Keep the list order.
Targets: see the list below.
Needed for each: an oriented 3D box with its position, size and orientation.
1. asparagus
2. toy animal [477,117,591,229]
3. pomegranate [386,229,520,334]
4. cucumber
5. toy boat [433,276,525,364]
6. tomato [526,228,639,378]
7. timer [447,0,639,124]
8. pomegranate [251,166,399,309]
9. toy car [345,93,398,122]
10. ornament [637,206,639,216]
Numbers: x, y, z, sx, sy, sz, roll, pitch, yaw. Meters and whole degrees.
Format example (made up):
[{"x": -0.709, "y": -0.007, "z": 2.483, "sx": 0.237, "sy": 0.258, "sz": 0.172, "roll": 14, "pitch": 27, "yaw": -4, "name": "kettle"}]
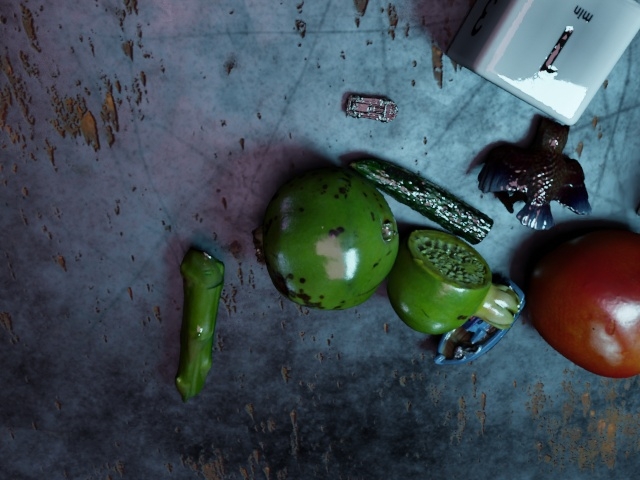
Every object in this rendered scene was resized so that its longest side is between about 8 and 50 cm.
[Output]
[{"x": -0.237, "y": 0.161, "z": 1.242, "sx": 0.081, "sy": 0.085, "sz": 0.343, "roll": 7, "pitch": 114, "yaw": -3, "name": "asparagus"}, {"x": 0.401, "y": -0.120, "z": 1.144, "sx": 0.218, "sy": 0.116, "sz": 0.180, "roll": 14, "pitch": 113, "yaw": -3, "name": "toy animal"}, {"x": 0.233, "y": 0.091, "z": 1.195, "sx": 0.240, "sy": 0.190, "sz": 0.159, "roll": 5, "pitch": 126, "yaw": -23, "name": "pomegranate"}, {"x": 0.185, "y": -0.083, "z": 1.174, "sx": 0.293, "sy": 0.067, "sz": 0.068, "roll": 28, "pitch": 109, "yaw": -12, "name": "cucumber"}, {"x": 0.308, "y": 0.168, "z": 1.266, "sx": 0.223, "sy": 0.100, "sz": 0.097, "roll": -48, "pitch": 136, "yaw": 12, "name": "toy boat"}, {"x": 0.547, "y": 0.119, "z": 1.200, "sx": 0.298, "sy": 0.226, "sz": 0.299, "roll": -1, "pitch": 110, "yaw": -2, "name": "tomato"}, {"x": 0.345, "y": -0.323, "z": 1.010, "sx": 0.194, "sy": 0.192, "sz": 0.195, "roll": 24, "pitch": 109, "yaw": -13, "name": "timer"}, {"x": 0.000, "y": 0.000, "z": 1.110, "sx": 0.270, "sy": 0.254, "sz": 0.254, "roll": -9, "pitch": 115, "yaw": 17, "name": "pomegranate"}, {"x": 0.090, "y": -0.232, "z": 1.123, "sx": 0.093, "sy": 0.025, "sz": 0.041, "roll": 8, "pitch": 114, "yaw": -4, "name": "toy car"}, {"x": 0.766, "y": -0.080, "z": 1.118, "sx": 0.238, "sy": 0.240, "sz": 0.240, "roll": 13, "pitch": 112, "yaw": -9, "name": "ornament"}]
